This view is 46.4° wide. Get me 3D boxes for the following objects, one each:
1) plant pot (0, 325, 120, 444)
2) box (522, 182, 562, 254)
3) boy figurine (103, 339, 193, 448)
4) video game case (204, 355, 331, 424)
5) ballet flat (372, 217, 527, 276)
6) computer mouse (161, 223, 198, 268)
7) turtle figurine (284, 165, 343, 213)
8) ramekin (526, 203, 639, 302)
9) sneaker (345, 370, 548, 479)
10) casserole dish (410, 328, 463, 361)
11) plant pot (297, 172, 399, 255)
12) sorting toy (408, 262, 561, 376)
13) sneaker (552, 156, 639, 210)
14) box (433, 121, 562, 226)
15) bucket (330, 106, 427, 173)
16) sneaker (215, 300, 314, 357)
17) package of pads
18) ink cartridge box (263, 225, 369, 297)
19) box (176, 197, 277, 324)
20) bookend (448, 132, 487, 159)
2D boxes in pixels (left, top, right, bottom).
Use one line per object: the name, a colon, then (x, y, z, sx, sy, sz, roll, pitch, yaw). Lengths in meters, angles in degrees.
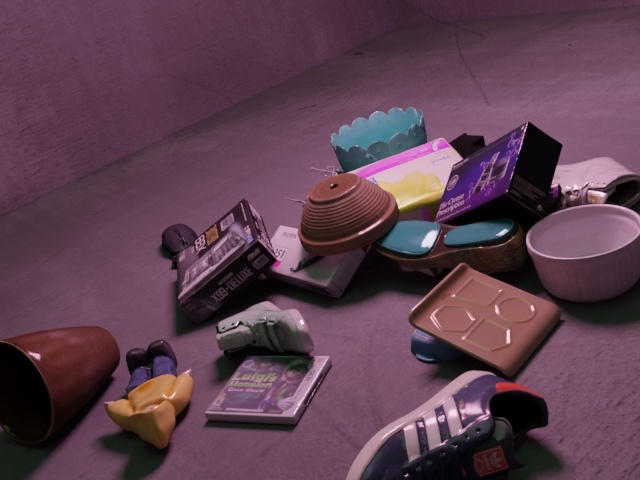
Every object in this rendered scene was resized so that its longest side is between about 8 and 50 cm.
plant pot: (-0.534, 0.268, 1.536, 0.216, 0.215, 0.230, -3, 13, 32)
box: (0.444, -0.044, 1.578, 0.116, 0.029, 0.162, -2, 60, 32)
boy figurine: (-0.328, 0.299, 1.422, 0.177, 0.092, 0.285, -18, 20, -5)
video game case: (-0.095, 0.273, 1.388, 0.191, 0.022, 0.173, -5, 27, 28)
ballet flat: (0.265, 0.024, 1.553, 0.349, 0.123, 0.123, -3, 28, 40)
computer mouse: (-0.371, -0.016, 2.165, 0.184, 0.060, 0.262, -24, 25, -11)
turtle figurine: (0.035, -0.111, 2.005, 0.234, 0.118, 0.175, 11, 53, 21)
ramekin: (0.495, 0.026, 1.383, 0.207, 0.109, 0.207, -16, 25, 7)
sneaker: (0.178, 0.295, 1.005, 0.350, 0.131, 0.148, -35, 24, -33)
casserole dish: (0.244, 0.156, 1.377, 0.188, 0.036, 0.114, -34, 28, -33)
plant pot: (0.049, -0.076, 1.667, 0.238, 0.109, 0.237, -17, 28, 10)
sorting toy: (0.290, 0.138, 1.320, 0.208, 0.038, 0.193, 28, 48, 30)
sneaker: (0.550, -0.104, 1.624, 0.293, 0.108, 0.169, -18, 21, -2)
box: (0.366, -0.109, 1.571, 0.261, 0.103, 0.184, -31, 30, 60)
bucket: (0.181, -0.240, 2.094, 0.281, 0.183, 0.281, -16, 25, 7)
sneaker: (-0.119, 0.196, 1.479, 0.151, 0.094, 0.256, -23, 14, -24)
package of pads: (0.231, -0.121, 1.835, 0.297, 0.101, 0.229, -22, 42, -7)
ink cartridge box: (0.000, 0.000, 1.748, 0.275, 0.060, 0.238, 12, 65, 49)
box: (-0.238, 0.043, 1.831, 0.242, 0.076, 0.307, -39, 24, 5)
bookend: (0.414, -0.229, 2.035, 0.157, 0.072, 0.156, -34, 29, -33)
